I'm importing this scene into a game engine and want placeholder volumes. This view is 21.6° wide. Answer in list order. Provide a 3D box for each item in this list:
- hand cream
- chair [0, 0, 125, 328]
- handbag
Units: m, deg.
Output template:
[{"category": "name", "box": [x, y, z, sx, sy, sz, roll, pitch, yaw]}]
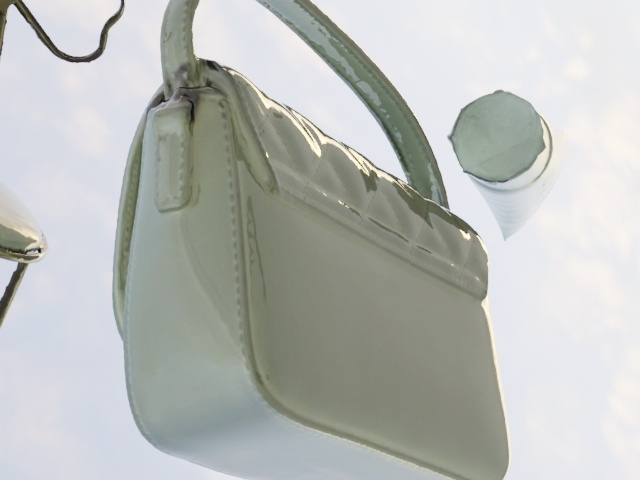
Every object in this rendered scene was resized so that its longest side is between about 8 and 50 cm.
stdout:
[{"category": "hand cream", "box": [0.112, -0.043, 0.945, 0.050, 0.078, 0.205, 28, -179, 14]}, {"category": "chair", "box": [-0.242, -0.036, 1.077, 0.160, 0.325, 0.170, 27, -169, -34]}, {"category": "handbag", "box": [0.000, 0.000, 0.745, 0.256, 0.079, 0.219, 30, -129, -54]}]
